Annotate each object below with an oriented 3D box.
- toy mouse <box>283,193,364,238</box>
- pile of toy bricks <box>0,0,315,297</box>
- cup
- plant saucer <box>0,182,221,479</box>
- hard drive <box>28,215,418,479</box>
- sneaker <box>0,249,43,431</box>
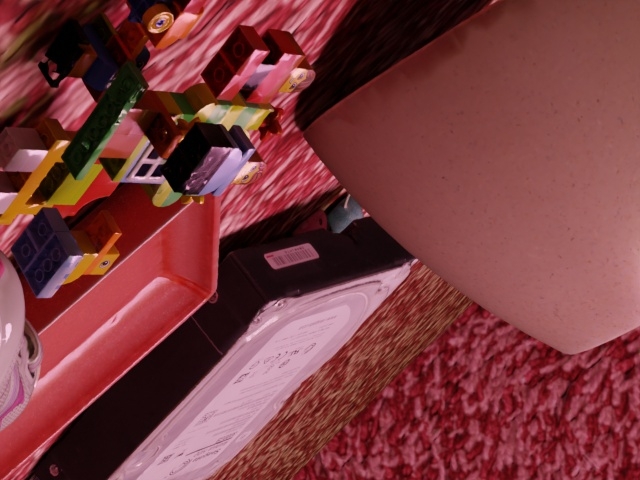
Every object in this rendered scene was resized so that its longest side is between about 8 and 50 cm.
[{"bbox_3d":[0.000,0.000,1.691,0.143,0.031,0.161,-48,169,21],"label":"toy mouse"},{"bbox_3d":[-0.065,-0.055,0.917,0.105,0.118,0.212,0,139,-48],"label":"pile of toy bricks"},{"bbox_3d":[0.187,-0.060,1.375,0.331,0.237,0.331,-30,179,0],"label":"cup"},{"bbox_3d":[-0.174,0.067,1.229,0.259,0.048,0.258,-41,170,-14],"label":"plant saucer"},{"bbox_3d":[-0.089,0.120,1.633,0.339,0.064,0.237,-46,163,29],"label":"hard drive"},{"bbox_3d":[-0.196,0.055,0.978,0.111,0.103,0.252,-42,177,-36],"label":"sneaker"}]
